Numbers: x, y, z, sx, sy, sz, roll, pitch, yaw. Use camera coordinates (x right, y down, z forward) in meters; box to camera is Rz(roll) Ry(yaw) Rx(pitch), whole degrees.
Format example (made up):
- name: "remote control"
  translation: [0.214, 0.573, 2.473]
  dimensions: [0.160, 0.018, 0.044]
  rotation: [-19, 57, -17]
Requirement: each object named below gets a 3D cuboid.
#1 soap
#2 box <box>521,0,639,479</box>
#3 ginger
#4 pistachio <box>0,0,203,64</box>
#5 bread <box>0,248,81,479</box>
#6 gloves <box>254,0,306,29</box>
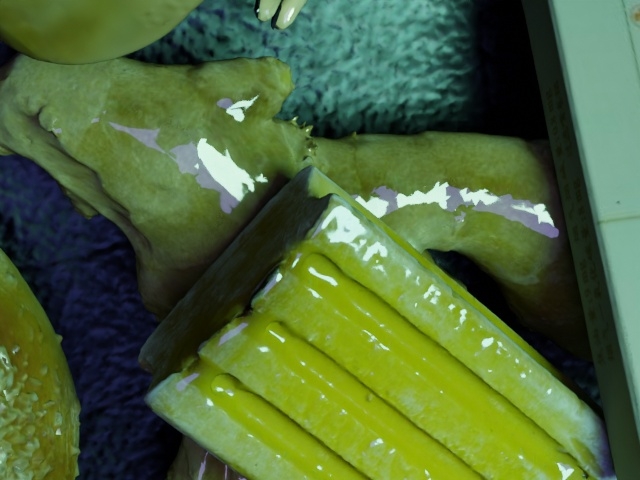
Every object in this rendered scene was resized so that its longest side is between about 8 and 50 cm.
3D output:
- name: "soap"
  translation: [0.037, 0.086, 0.841]
  dimensions: [0.232, 0.073, 0.140]
  rotation: [39, 100, -23]
- name: "box"
  translation: [0.223, -0.062, 0.874]
  dimensions: [0.204, 0.051, 0.365]
  rotation: [-6, 77, -14]
- name: "ginger"
  translation: [0.015, 0.000, 0.893]
  dimensions: [0.363, 0.122, 0.348]
  rotation: [-27, 116, 5]
- name: "pistachio"
  translation: [-0.117, -0.221, 0.785]
  dimensions: [0.212, 0.163, 0.260]
  rotation: [25, 91, -2]
- name: "bread"
  translation: [-0.274, 0.113, 0.832]
  dimensions: [0.305, 0.159, 0.305]
  rotation: [-3, 105, -13]
- name: "gloves"
  translation: [-0.017, -0.193, 0.853]
  dimensions: [0.110, 0.094, 0.144]
  rotation: [25, 113, -13]
